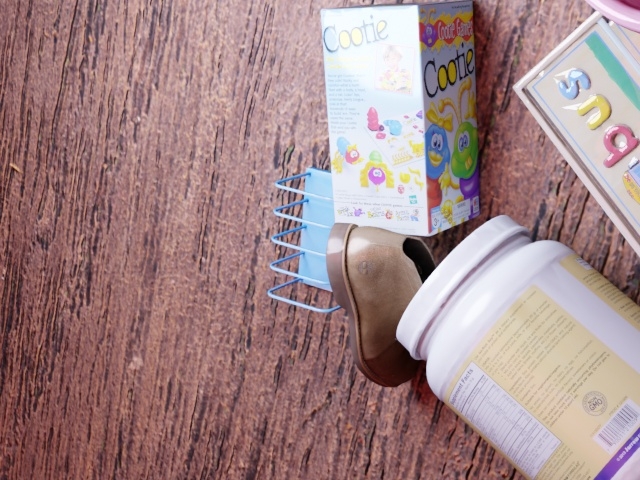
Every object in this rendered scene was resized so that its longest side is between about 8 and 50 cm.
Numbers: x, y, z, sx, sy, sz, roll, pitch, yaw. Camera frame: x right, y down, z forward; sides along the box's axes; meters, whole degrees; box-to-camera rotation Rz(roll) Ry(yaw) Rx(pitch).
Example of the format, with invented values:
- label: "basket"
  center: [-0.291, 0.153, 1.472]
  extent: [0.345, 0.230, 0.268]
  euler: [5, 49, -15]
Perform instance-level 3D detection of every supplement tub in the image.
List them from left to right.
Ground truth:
- label: "supplement tub"
  center: [0.276, 0.151, 1.395]
  extent: [0.331, 0.241, 0.241]
  euler: [42, 123, 20]

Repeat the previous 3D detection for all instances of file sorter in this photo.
- label: "file sorter"
  center: [0.000, 0.000, 1.638]
  extent: [0.118, 0.104, 0.170]
  euler: [15, 110, 31]

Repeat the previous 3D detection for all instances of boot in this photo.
- label: "boot"
  center: [0.099, 0.095, 1.528]
  extent: [0.115, 0.112, 0.305]
  euler: [1, 142, 19]

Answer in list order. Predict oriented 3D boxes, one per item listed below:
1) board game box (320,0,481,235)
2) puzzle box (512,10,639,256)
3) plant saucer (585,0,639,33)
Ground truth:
- label: "board game box"
  center: [0.104, -0.157, 1.498]
  extent: [0.144, 0.142, 0.275]
  euler: [5, 105, 35]
- label: "puzzle box"
  center: [0.432, -0.100, 1.336]
  extent: [0.272, 0.052, 0.409]
  euler: [-44, 76, 35]
- label: "plant saucer"
  center: [0.401, -0.360, 1.222]
  extent: [0.332, 0.084, 0.332]
  euler: [-8, 76, 34]
